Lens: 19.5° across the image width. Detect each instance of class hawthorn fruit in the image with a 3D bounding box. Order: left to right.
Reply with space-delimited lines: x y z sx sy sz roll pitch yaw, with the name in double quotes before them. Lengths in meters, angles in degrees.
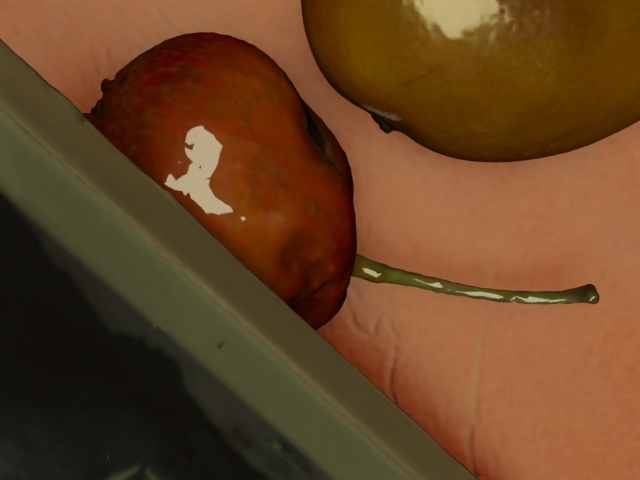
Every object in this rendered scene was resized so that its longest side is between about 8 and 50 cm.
"hawthorn fruit" 0.000 0.000 0.982 0.285 0.165 0.165 21 94 -13

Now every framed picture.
"framed picture" -0.105 0.157 0.858 0.446 0.028 0.326 43 72 -28

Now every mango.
"mango" 0.117 -0.133 0.966 0.255 0.139 0.175 -14 100 -5
